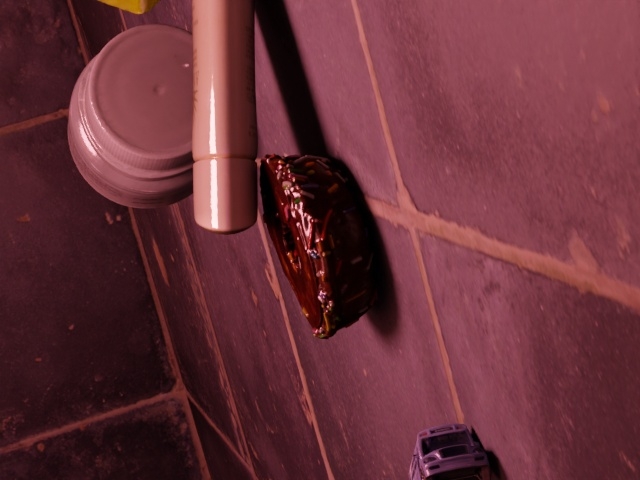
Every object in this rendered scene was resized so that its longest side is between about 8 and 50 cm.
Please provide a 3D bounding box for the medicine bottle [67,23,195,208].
[{"bbox_3d":[-0.255,-0.188,2.293,0.306,0.245,0.245,142,110,-76],"label":"medicine bottle"}]

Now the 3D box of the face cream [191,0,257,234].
[{"bbox_3d":[-0.119,-0.181,1.886,0.173,0.081,0.349,170,99,-85],"label":"face cream"}]

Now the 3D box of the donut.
[{"bbox_3d":[0.000,0.000,1.830,0.235,0.089,0.235,163,90,-78],"label":"donut"}]

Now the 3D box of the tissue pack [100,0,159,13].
[{"bbox_3d":[-0.235,-0.456,1.865,0.167,0.200,0.275,22,141,22],"label":"tissue pack"}]

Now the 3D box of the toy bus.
[{"bbox_3d":[0.133,0.249,1.643,0.167,0.073,0.076,95,164,-63],"label":"toy bus"}]
